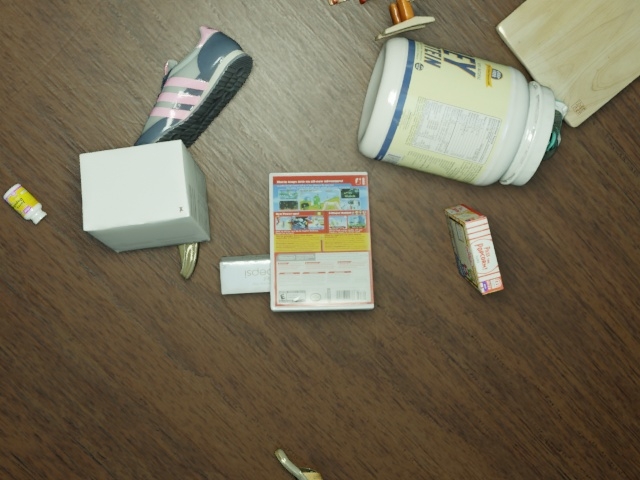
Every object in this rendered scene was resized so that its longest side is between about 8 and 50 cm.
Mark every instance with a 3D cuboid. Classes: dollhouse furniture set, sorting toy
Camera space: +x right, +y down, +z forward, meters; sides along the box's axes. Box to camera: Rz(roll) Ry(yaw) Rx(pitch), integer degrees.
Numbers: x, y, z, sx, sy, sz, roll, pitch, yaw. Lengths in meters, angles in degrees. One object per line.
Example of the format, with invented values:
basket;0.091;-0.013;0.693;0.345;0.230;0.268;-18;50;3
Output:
dollhouse furniture set;0.086;-0.497;1.412;0.135;0.259;0.262;-18;100;-3
sorting toy;0.515;-0.405;1.538;0.257;0.089;0.255;-40;100;5

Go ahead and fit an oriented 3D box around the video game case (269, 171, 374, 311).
video game case;0.000;0.000;1.556;0.204;0.025;0.285;-1;75;-3

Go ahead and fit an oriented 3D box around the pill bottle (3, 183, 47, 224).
pill bottle;-0.594;-0.072;1.559;0.043;0.043;0.083;-44;99;5

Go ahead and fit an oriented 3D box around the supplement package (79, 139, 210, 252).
supplement package;-0.327;-0.078;1.468;0.194;0.203;0.149;-8;77;1

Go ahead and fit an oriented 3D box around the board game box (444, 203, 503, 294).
board game box;0.303;0.013;1.548;0.045;0.193;0.146;-16;101;0

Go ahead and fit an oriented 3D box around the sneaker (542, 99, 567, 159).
sneaker;0.444;-0.205;1.540;0.065;0.166;0.076;17;64;19

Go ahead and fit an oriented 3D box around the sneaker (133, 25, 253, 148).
sneaker;-0.278;-0.279;1.526;0.319;0.112;0.131;-45;74;8

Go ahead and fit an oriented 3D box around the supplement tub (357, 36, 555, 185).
supplement tub;0.253;-0.238;1.480;0.325;0.235;0.235;14;99;-6

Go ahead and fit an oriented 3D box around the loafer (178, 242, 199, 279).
loafer;-0.273;0.006;1.588;0.050;0.056;0.148;10;89;-4

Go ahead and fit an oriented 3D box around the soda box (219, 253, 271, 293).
soda box;-0.097;0.066;1.595;0.216;0.074;0.069;-4;99;-3

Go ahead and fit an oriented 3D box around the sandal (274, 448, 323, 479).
sandal;-0.029;0.514;1.689;0.049;0.072;0.180;-43;96;-17
